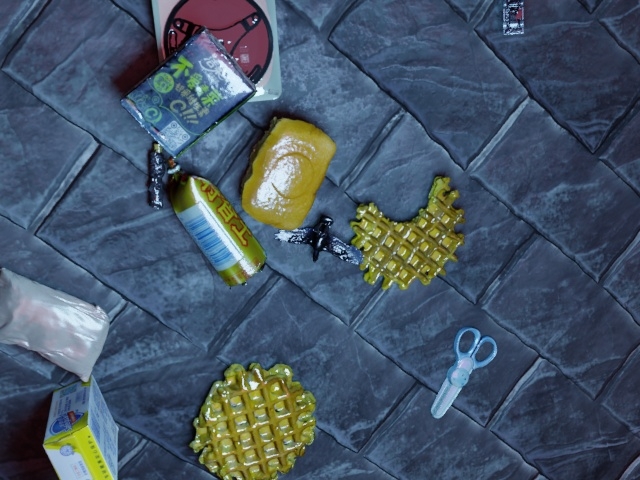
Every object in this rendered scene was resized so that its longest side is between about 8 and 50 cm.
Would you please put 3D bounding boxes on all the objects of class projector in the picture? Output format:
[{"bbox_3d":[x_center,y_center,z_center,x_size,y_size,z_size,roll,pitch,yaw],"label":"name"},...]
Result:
[{"bbox_3d":[-0.218,-0.420,1.649,0.257,0.079,0.258,-8,107,-13],"label":"projector"}]

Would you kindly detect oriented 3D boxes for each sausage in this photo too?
[{"bbox_3d":[-0.245,-0.052,1.715,0.117,0.125,0.317,-34,107,-2],"label":"sausage"}]

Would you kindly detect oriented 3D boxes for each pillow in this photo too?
[{"bbox_3d":[-0.602,0.187,1.696,0.270,0.067,0.173,25,90,-20],"label":"pillow"}]

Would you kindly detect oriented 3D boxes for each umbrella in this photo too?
[{"bbox_3d":[-0.359,-0.141,1.699,0.037,0.040,0.143,2,102,-7],"label":"umbrella"}]

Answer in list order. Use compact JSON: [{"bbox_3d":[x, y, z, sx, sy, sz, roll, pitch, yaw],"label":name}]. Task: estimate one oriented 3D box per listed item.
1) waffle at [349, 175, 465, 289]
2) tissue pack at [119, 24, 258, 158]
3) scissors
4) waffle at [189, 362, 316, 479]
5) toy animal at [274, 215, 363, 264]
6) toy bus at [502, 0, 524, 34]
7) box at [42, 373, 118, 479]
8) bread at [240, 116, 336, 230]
[{"bbox_3d":[0.216,-0.007,1.881,0.293,0.069,0.259,-16,111,-11],"label":"waffle"},{"bbox_3d":[-0.272,-0.302,1.600,0.236,0.073,0.173,-38,116,10],"label":"tissue pack"},{"bbox_3d":[0.362,0.352,2.025,0.125,0.030,0.256,30,91,-21],"label":"scissors"},{"bbox_3d":[-0.151,0.450,1.886,0.302,0.068,0.324,30,95,-20],"label":"waffle"},{"bbox_3d":[0.000,0.000,1.806,0.220,0.062,0.107,14,129,4],"label":"toy animal"},{"bbox_3d":[0.454,-0.538,1.820,0.052,0.058,0.102,0,104,14],"label":"toy bus"},{"bbox_3d":[-0.512,0.426,1.674,0.097,0.265,0.168,-21,110,-8],"label":"box"},{"bbox_3d":[-0.079,-0.151,1.733,0.174,0.121,0.245,24,94,-18],"label":"bread"}]
